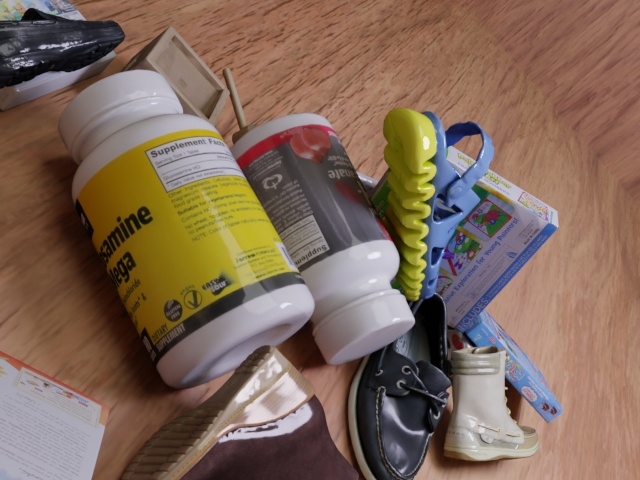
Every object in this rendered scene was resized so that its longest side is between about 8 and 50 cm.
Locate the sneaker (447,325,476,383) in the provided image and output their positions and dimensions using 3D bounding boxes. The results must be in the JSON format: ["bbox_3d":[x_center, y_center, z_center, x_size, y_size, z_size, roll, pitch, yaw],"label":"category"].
[{"bbox_3d":[0.238,0.184,1.331,0.071,0.068,0.170,9,50,-54],"label":"sneaker"}]

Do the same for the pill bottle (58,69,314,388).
[{"bbox_3d":[-0.163,-0.018,0.927,0.188,0.188,0.334,-11,66,-54],"label":"pill bottle"}]

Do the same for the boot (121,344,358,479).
[{"bbox_3d":[-0.073,0.257,0.854,0.248,0.090,0.207,-41,112,-34],"label":"boot"}]

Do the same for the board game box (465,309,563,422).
[{"bbox_3d":[0.314,0.191,1.382,0.211,0.039,0.160,46,11,-11],"label":"board game box"}]

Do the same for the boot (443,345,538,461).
[{"bbox_3d":[0.264,0.243,1.233,0.213,0.077,0.165,9,81,-44],"label":"boot"}]

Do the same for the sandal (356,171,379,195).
[{"bbox_3d":[0.110,-0.076,1.396,0.265,0.102,0.076,28,41,-28],"label":"sandal"}]

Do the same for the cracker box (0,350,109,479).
[{"bbox_3d":[-0.257,0.163,0.628,0.155,0.067,0.232,31,4,-13],"label":"cracker box"}]

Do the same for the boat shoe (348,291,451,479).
[{"bbox_3d":[0.130,0.195,1.141,0.127,0.113,0.340,44,34,-14],"label":"boat shoe"}]

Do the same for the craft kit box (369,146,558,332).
[{"bbox_3d":[0.181,-0.008,1.233,0.246,0.250,0.061,29,35,-8],"label":"craft kit box"}]

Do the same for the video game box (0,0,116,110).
[{"bbox_3d":[-0.386,-0.272,1.032,0.187,0.048,0.205,52,32,-5],"label":"video game box"}]

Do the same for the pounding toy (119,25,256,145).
[{"bbox_3d":[-0.183,-0.190,1.168,0.206,0.094,0.181,48,27,-23],"label":"pounding toy"}]

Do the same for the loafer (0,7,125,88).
[{"bbox_3d":[-0.322,-0.241,0.970,0.078,0.076,0.223,60,36,-4],"label":"loafer"}]

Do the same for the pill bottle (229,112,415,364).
[{"bbox_3d":[0.000,0.000,1.117,0.176,0.176,0.319,-1,59,-51],"label":"pill bottle"}]

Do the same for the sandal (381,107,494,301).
[{"bbox_3d":[0.160,-0.043,1.117,0.138,0.317,0.126,-14,46,-16],"label":"sandal"}]
